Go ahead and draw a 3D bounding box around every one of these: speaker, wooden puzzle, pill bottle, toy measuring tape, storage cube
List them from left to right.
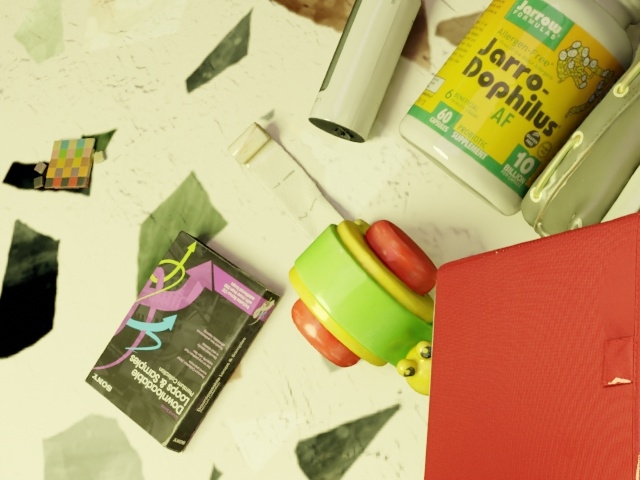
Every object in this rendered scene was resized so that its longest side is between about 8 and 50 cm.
[{"bbox_3d":[-0.242,-0.074,1.376,0.083,0.006,0.049,0,72,30],"label":"wooden puzzle"},{"bbox_3d":[0.000,0.000,1.147,0.121,0.121,0.330,-45,57,8],"label":"toy measuring tape"},{"bbox_3d":[0.038,-0.153,1.217,0.055,0.055,0.136,17,82,33],"label":"speaker"},{"bbox_3d":[0.166,-0.133,1.098,0.117,0.117,0.208,40,94,34],"label":"pill bottle"},{"bbox_3d":[0.196,0.108,0.918,0.193,0.184,0.215,-17,63,52],"label":"storage cube"}]

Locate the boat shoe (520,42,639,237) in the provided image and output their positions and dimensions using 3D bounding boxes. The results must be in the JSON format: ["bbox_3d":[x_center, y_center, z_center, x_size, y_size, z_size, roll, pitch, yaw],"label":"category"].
[{"bbox_3d":[0.264,-0.113,1.041,0.091,0.109,0.305,39,97,29],"label":"boat shoe"}]

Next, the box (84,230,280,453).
[{"bbox_3d":[-0.122,0.086,1.236,0.116,0.029,0.162,32,91,34],"label":"box"}]
